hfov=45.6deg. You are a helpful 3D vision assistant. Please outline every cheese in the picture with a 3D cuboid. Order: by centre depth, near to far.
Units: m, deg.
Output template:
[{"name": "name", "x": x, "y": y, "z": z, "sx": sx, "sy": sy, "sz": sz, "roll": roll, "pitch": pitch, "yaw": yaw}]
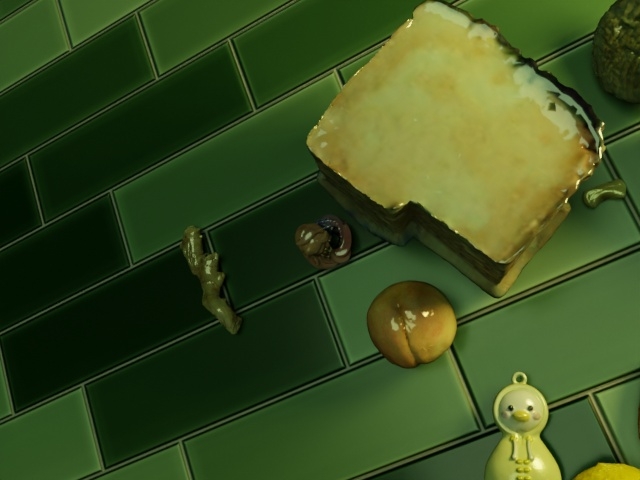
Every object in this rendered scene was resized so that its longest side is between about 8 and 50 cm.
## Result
[{"name": "cheese", "x": 0.567, "y": -0.092, "z": 1.517, "sx": 0.083, "sy": 0.030, "sz": 0.044, "roll": -20, "pitch": 66, "yaw": 11}]

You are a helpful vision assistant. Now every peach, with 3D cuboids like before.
[{"name": "peach", "x": 0.181, "y": 0.166, "z": 1.540, "sx": 0.184, "sy": 0.184, "sz": 0.184, "roll": -4, "pitch": 78, "yaw": 21}]

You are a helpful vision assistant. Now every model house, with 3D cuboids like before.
[{"name": "model house", "x": 0.265, "y": -0.144, "z": 1.481, "sx": 0.445, "sy": 0.400, "sz": 0.395, "roll": 37, "pitch": 81, "yaw": 16}]

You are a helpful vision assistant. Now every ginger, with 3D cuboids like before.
[{"name": "ginger", "x": -0.257, "y": 0.089, "z": 1.788, "sx": 0.089, "sy": 0.075, "sz": 0.288, "roll": -33, "pitch": 65, "yaw": 7}]

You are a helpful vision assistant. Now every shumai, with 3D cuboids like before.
[{"name": "shumai", "x": 0.686, "y": -0.386, "z": 1.491, "sx": 0.271, "sy": 0.203, "sz": 0.222, "roll": 10, "pitch": 112, "yaw": 48}]

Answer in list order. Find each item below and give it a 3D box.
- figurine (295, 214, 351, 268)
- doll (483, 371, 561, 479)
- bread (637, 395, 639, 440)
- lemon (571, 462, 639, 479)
[{"name": "figurine", "x": -0.001, "y": 0.009, "z": 1.665, "sx": 0.126, "sy": 0.157, "sz": 0.114, "roll": 16, "pitch": 107, "yaw": 19}, {"name": "doll", "x": 0.379, "y": 0.399, "z": 1.444, "sx": 0.141, "sy": 0.117, "sz": 0.297, "roll": -4, "pitch": 78, "yaw": 17}, {"name": "bread", "x": 0.638, "y": 0.296, "z": 1.394, "sx": 0.103, "sy": 0.065, "sz": 0.188, "roll": 3, "pitch": 79, "yaw": 20}, {"name": "lemon", "x": 0.515, "y": 0.490, "z": 1.331, "sx": 0.231, "sy": 0.192, "sz": 0.192, "roll": -33, "pitch": 69, "yaw": -2}]
